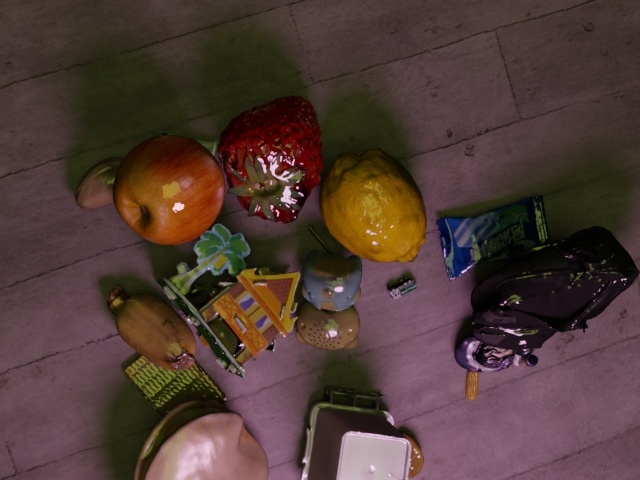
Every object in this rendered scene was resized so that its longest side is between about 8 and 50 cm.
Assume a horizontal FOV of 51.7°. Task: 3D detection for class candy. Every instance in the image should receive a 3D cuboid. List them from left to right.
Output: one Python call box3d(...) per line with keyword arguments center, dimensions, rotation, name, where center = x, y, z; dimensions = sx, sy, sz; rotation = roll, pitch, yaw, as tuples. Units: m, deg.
box3d(center=(0.505, -0.009, 1.904), dimensions=(0.330, 0.077, 0.187), rotation=(-12, 89, -8), name="candy")

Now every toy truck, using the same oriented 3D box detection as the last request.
box3d(center=(0.234, 0.137, 1.895), dimensions=(0.083, 0.039, 0.044), rotation=(-27, 110, -7), name="toy truck")

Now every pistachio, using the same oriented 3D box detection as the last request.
box3d(center=(-0.568, -0.150, 1.751), dimensions=(0.185, 0.126, 0.108), rotation=(-29, 56, -4), name="pistachio")
box3d(center=(-0.307, 0.631, 1.729), dimensions=(0.365, 0.281, 0.446), rotation=(-14, 109, -37), name="pistachio")

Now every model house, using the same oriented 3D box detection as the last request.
box3d(center=(-0.227, 0.136, 1.778), dimensions=(0.312, 0.242, 0.358), rotation=(-41, 95, -20), name="model house")

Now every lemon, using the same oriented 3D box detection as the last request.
box3d(center=(0.140, -0.084, 1.765), dimensions=(0.285, 0.285, 0.316), rotation=(-12, 122, -7), name="lemon")

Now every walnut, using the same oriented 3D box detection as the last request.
box3d(center=(0.246, 0.615, 1.888), dimensions=(0.105, 0.105, 0.125), rotation=(-9, 93, -7), name="walnut")

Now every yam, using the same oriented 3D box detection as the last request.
box3d(center=(0.000, 0.000, 1.870), dimensions=(0.014, 0.014, 0.107), rotation=(-40, 97, -4), name="yam")

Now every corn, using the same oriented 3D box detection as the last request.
box3d(center=(0.445, 0.423, 1.936), dimensions=(0.037, 0.037, 0.093), rotation=(2, 95, -7), name="corn")

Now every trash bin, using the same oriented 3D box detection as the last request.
box3d(center=(0.100, 0.548, 1.725), dimensions=(0.255, 0.368, 0.296), rotation=(11, 80, -7), name="trash bin")

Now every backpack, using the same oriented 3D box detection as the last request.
box3d(center=(0.607, 0.146, 1.783), dimensions=(0.445, 0.363, 0.255), rotation=(-15, 62, -8), name="backpack")

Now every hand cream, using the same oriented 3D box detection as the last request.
box3d(center=(-0.375, -0.246, 1.795), dimensions=(0.174, 0.046, 0.095), rotation=(15, 88, -9), name="hand cream")

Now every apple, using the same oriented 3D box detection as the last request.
box3d(center=(-0.379, -0.125, 1.643), dimensions=(0.286, 0.286, 0.233), rotation=(48, 44, -7), name="apple")

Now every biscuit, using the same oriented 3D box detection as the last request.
box3d(center=(-0.400, 0.399, 1.831), dimensions=(0.172, 0.029, 0.255), rotation=(-40, 96, -4), name="biscuit")

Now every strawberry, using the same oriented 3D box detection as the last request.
box3d(center=(-0.129, -0.229, 1.727), dimensions=(0.291, 0.310, 0.292), rotation=(-3, 127, -3), name="strawberry")

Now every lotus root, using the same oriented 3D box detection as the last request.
box3d(center=(-0.439, 0.237, 1.749), dimensions=(0.303, 0.131, 0.146), rotation=(35, 80, 20), name="lotus root")

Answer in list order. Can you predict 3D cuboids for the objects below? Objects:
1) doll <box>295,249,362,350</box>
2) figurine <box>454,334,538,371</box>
box3d(center=(0.026, 0.176, 1.790), dimensions=(0.176, 0.161, 0.261), rotation=(7, 115, 3), name="doll")
box3d(center=(0.494, 0.316, 1.903), dimensions=(0.222, 0.145, 0.146), rotation=(4, 92, -12), name="figurine")
